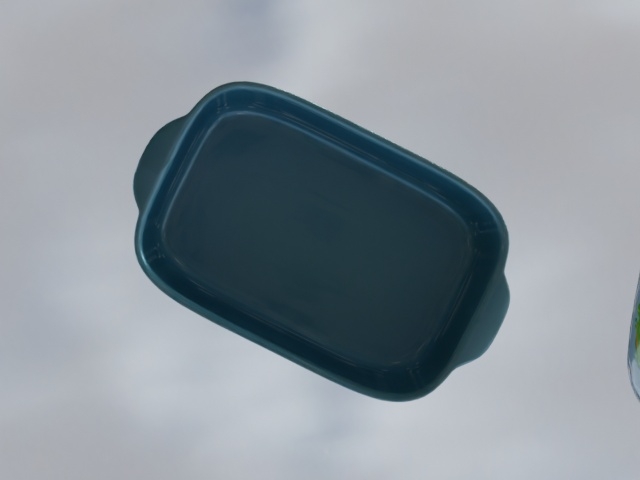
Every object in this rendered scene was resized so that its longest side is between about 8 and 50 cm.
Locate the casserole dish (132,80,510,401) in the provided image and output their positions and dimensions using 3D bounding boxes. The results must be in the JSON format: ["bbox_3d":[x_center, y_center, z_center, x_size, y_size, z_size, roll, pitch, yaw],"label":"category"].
[{"bbox_3d":[0.000,0.000,0.915,0.188,0.037,0.114,26,-89,-6],"label":"casserole dish"}]

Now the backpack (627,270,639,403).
[{"bbox_3d":[0.150,0.021,0.603,0.084,0.114,0.105,3,-160,-16],"label":"backpack"}]
